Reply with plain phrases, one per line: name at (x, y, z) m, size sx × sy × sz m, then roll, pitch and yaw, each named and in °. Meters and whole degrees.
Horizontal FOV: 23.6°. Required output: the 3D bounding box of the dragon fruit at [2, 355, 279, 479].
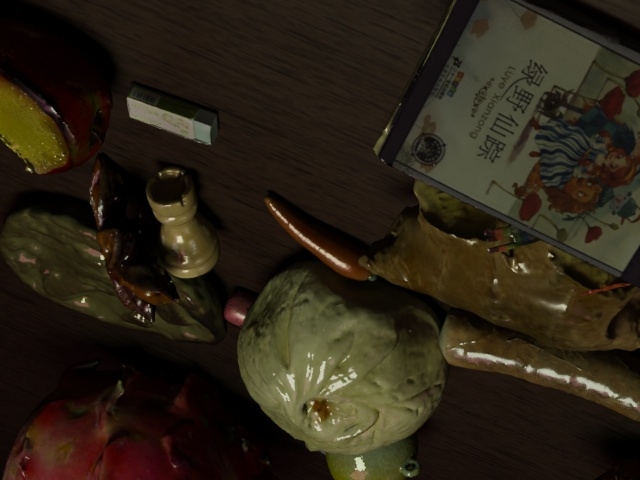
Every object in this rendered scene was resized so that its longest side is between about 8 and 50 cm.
dragon fruit at (-0.211, 0.328, 1.982) m, size 0.249 × 0.371 × 0.386 m, roll -19°, pitch 93°, yaw 50°

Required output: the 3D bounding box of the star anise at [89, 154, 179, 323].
star anise at (-0.193, 0.016, 1.556) m, size 0.157 × 0.053 × 0.212 m, roll -141°, pitch 32°, yaw -65°

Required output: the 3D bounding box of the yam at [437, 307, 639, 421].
yam at (0.257, 0.127, 1.494) m, size 0.299 × 0.066 × 0.066 m, roll 17°, pitch 155°, yaw 18°

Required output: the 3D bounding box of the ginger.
ginger at (0.155, 0.010, 1.283) m, size 0.270 × 0.123 × 0.219 m, roll 11°, pitch 154°, yaw 48°

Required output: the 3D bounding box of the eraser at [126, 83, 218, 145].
eraser at (-0.134, -0.114, 1.389) m, size 0.083 × 0.019 × 0.038 m, roll 19°, pitch 154°, yaw 7°

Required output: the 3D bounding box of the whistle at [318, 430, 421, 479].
whistle at (0.033, 0.243, 1.863) m, size 0.223 × 0.123 × 0.123 m, roll 21°, pitch 159°, yaw 37°

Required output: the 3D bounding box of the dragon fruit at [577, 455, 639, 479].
dragon fruit at (0.392, 0.347, 1.637) m, size 0.315 × 0.250 × 0.250 m, roll 32°, pitch 158°, yaw 17°

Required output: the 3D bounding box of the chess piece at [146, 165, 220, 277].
chess piece at (-0.141, -0.022, 1.536) m, size 0.066 × 0.066 × 0.122 m, roll 14°, pitch 148°, yaw 18°

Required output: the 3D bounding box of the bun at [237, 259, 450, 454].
bun at (0.010, 0.133, 1.592) m, size 0.243 × 0.153 × 0.244 m, roll 16°, pitch 145°, yaw 12°

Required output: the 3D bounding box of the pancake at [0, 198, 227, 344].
pancake at (-0.237, 0.042, 1.758) m, size 0.294 × 0.049 × 0.294 m, roll 21°, pitch 157°, yaw 10°

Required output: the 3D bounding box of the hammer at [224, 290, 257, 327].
hammer at (-0.067, 0.085, 1.710) m, size 0.083 × 0.043 × 0.043 m, roll 24°, pitch 156°, yaw 3°

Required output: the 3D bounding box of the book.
book at (0.173, -0.076, 1.076) m, size 0.231 × 0.026 × 0.157 m, roll 26°, pitch 110°, yaw -6°

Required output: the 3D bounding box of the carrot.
carrot at (0.000, 0.000, 1.493) m, size 0.142 × 0.035 × 0.035 m, roll 34°, pitch 154°, yaw -13°

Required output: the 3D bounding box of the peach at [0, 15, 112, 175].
peach at (-0.260, -0.139, 1.363) m, size 0.172 × 0.092 × 0.127 m, roll 35°, pitch 150°, yaw 1°

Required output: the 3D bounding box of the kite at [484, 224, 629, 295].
kite at (0.240, -0.030, 1.122) m, size 0.244 × 0.006 × 0.198 m, roll -10°, pitch 120°, yaw 0°
